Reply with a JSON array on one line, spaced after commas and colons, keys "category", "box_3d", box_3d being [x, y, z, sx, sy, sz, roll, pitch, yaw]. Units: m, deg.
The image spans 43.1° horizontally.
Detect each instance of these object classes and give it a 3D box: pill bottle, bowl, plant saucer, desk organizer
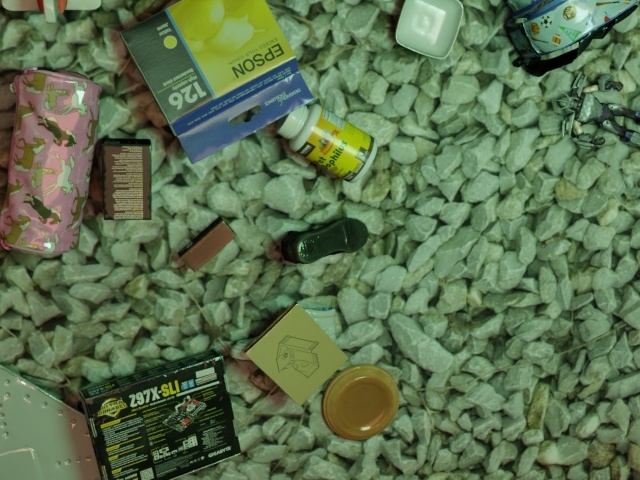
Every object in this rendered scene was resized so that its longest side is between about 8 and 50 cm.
[{"category": "pill bottle", "box_3d": [0.012, -0.225, 1.801, 0.215, 0.117, 0.117, 28, 95, -17]}, {"category": "bowl", "box_3d": [0.240, -0.491, 1.827, 0.142, 0.053, 0.142, 16, 99, -15]}, {"category": "plant saucer", "box_3d": [0.104, 0.406, 2.009, 0.200, 0.037, 0.200, -3, 103, -12]}, {"category": "desk organizer", "box_3d": [-0.255, 0.009, 1.831, 0.130, 0.047, 0.050, -41, 110, -1]}]

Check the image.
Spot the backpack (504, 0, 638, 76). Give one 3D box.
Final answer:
[{"category": "backpack", "box_3d": [0.554, -0.518, 1.783, 0.276, 0.263, 0.213, -38, 108, -1]}]

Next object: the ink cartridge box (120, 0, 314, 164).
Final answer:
[{"category": "ink cartridge box", "box_3d": [-0.214, -0.366, 1.697, 0.303, 0.072, 0.307, -30, 85, -6]}]

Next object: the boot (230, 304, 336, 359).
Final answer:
[{"category": "boot", "box_3d": [-0.086, 0.210, 1.901, 0.258, 0.095, 0.123, -2, 97, -21]}]

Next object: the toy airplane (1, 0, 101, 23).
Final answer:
[{"category": "toy airplane", "box_3d": [-0.524, -0.600, 1.512, 0.384, 0.272, 0.386, 43, 90, -19]}]

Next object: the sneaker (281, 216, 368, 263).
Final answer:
[{"category": "sneaker", "box_3d": [0.000, 0.000, 1.875, 0.227, 0.130, 0.087, -19, 103, -37]}]

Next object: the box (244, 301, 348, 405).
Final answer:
[{"category": "box", "box_3d": [-0.053, 0.263, 1.861, 0.164, 0.021, 0.201, -44, 116, -7]}]

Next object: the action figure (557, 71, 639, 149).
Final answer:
[{"category": "action figure", "box_3d": [0.697, -0.302, 1.954, 0.285, 0.099, 0.185, 15, 104, -13]}]

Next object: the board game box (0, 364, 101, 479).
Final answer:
[{"category": "board game box", "box_3d": [-0.694, 0.517, 1.843, 0.390, 0.050, 0.390, 37, 93, -18]}]

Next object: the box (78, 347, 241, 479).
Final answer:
[{"category": "box", "box_3d": [-0.359, 0.416, 1.850, 0.322, 0.079, 0.257, -16, 105, -23]}]

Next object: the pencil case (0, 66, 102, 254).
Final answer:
[{"category": "pencil case", "box_3d": [-0.560, -0.159, 1.666, 0.167, 0.160, 0.386, 14, 102, 18]}]

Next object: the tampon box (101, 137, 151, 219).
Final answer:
[{"category": "tampon box", "box_3d": [-0.412, -0.131, 1.723, 0.101, 0.120, 0.161, 0, 102, -13]}]
